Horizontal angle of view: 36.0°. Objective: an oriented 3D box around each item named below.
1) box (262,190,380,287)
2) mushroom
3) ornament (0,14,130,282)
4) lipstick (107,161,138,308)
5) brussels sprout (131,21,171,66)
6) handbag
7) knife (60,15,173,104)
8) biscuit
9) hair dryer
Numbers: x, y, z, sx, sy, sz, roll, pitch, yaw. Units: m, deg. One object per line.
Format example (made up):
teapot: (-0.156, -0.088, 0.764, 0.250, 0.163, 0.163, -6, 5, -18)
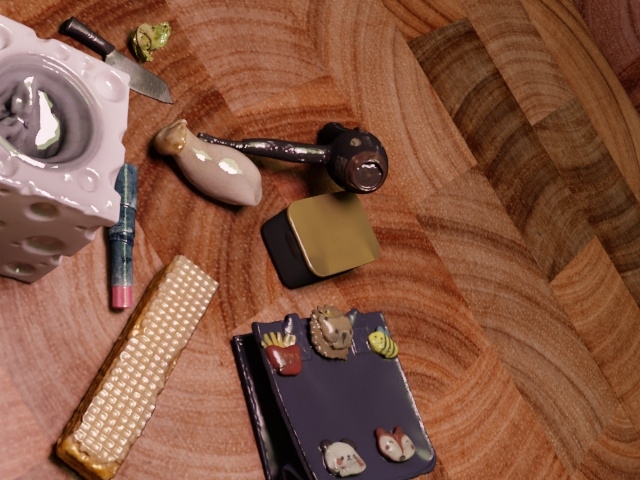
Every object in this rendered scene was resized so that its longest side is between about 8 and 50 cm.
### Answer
box: (0.000, 0.000, 1.777, 0.201, 0.090, 0.144, -17, 80, -49)
mushroom: (-0.182, -0.129, 1.667, 0.212, 0.088, 0.097, 33, 62, -22)
ornament: (-0.420, -0.118, 1.304, 0.239, 0.239, 0.240, 21, 54, -35)
lipstick: (-0.301, -0.005, 1.503, 0.053, 0.053, 0.234, 14, 60, -40)
brussels sprout: (-0.292, -0.350, 1.702, 0.058, 0.085, 0.085, 50, 41, -8)
handbag: (0.026, 0.264, 1.632, 0.303, 0.122, 0.329, 0, 66, -45)
knife: (-0.338, -0.292, 1.659, 0.230, 0.028, 0.060, 31, 60, -33)
biscuit: (-0.262, 0.178, 1.434, 0.094, 0.054, 0.379, 42, 44, -19)
hair dryer: (-0.059, -0.178, 1.794, 0.359, 0.120, 0.304, 6, 22, -18)
